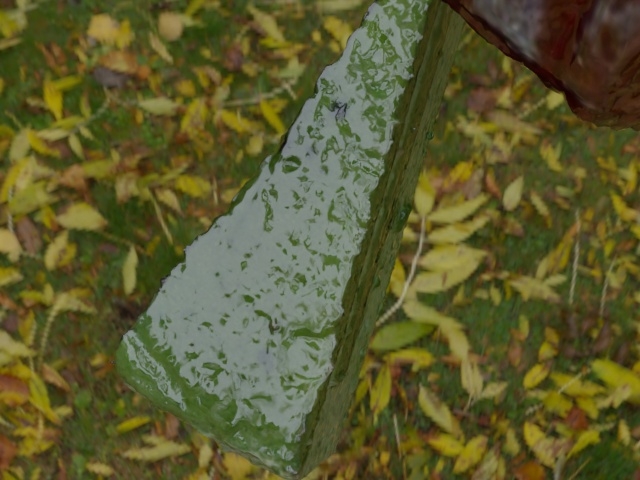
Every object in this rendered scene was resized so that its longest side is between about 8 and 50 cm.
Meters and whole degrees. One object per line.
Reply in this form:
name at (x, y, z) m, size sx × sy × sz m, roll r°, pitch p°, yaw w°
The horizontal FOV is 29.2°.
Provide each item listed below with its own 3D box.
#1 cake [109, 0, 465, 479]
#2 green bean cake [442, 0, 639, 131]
cake at (0.019, -0.007, 0.536) m, size 0.099 × 0.100 × 0.235 m, roll 39°, pitch 100°, yaw 12°
green bean cake at (0.152, -0.112, 0.406) m, size 0.232 × 0.097 × 0.198 m, roll -22°, pitch 54°, yaw -37°
